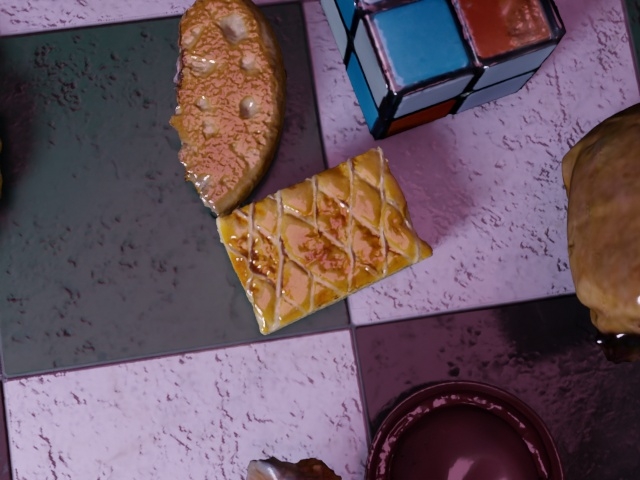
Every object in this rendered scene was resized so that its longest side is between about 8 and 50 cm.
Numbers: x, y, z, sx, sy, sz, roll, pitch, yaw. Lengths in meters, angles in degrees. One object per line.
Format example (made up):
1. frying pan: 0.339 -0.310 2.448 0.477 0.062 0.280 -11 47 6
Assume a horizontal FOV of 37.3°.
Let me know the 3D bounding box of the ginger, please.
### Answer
1. ginger: 0.330 -0.027 0.879 0.200 0.269 0.223 -16 90 23

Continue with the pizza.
1. pizza: -0.094 -0.147 0.970 0.127 0.058 0.247 -11 84 -7

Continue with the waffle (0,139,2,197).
1. waffle: -0.474 -0.075 0.929 0.324 0.068 0.302 9 81 -1

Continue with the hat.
1. hat: 0.144 0.235 0.914 0.205 0.089 0.206 1 82 -5

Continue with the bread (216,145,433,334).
1. bread: 0.001 -0.001 0.949 0.188 0.068 0.126 -25 84 -7

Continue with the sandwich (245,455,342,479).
1. sandwich: 0.000 0.315 0.858 0.250 0.162 0.301 -13 113 7

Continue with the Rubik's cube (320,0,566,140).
1. Rubik's cube: 0.111 -0.224 0.940 0.180 0.167 0.184 -22 83 -6
